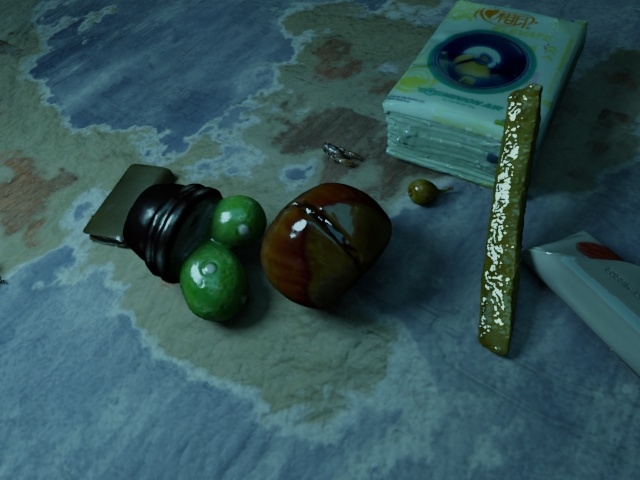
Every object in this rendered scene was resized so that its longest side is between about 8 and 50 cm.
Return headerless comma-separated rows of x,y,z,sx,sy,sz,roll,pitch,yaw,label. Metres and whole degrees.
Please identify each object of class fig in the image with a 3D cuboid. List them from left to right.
0.204,-0.091,0.867,0.083,0.050,0.050,-6,52,-7,fig

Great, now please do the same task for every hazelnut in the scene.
-0.001,-0.002,0.754,0.212,0.181,0.181,-43,77,-9,hazelnut

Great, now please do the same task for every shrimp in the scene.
0.039,-0.175,0.968,0.092,0.029,0.038,21,59,18,shrimp

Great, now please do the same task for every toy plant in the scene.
-0.205,0.006,0.791,0.235,0.175,0.218,22,77,12,toy plant

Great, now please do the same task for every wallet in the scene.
-0.395,-0.077,0.966,0.110,0.031,0.198,10,56,17,wallet

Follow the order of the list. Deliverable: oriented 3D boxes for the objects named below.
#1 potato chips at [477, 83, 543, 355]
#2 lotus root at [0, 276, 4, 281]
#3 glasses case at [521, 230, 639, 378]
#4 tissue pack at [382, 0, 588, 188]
0.291,-0.031,0.725,0.057,0.080,0.407,7,86,23,potato chips
-0.744,0.061,0.857,0.277,0.154,0.154,-7,52,-2,lotus root
0.438,0.091,0.665,0.128,0.083,0.308,-27,54,-10,glasses case
0.329,-0.301,0.932,0.287,0.162,0.388,22,60,20,tissue pack
